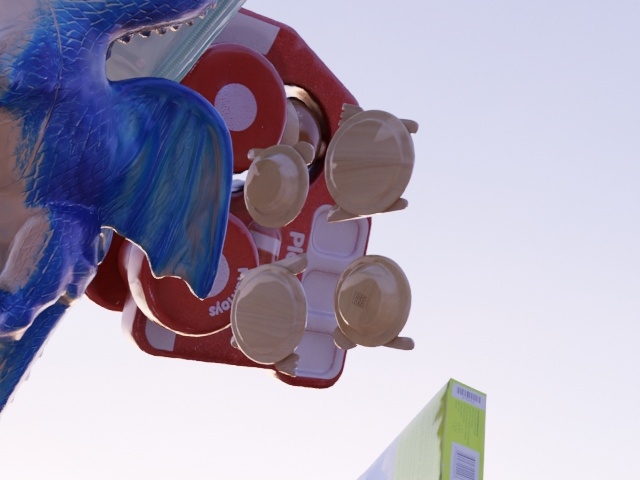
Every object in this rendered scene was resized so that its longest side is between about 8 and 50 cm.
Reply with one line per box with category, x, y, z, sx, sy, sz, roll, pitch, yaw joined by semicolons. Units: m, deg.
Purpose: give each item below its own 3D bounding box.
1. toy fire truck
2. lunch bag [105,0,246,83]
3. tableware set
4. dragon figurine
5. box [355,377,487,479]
toy fire truck;-0.059;-0.034;0.805;0.253;0.302;0.169;14;-5;-36
lunch bag;-0.136;-0.210;0.624;0.108;0.279;0.224;33;-82;-39
tableware set;0.000;0.000;0.580;0.141;0.169;0.020;-3;-8;38
dragon figurine;-0.089;-0.021;0.354;0.085;0.289;0.144;9;10;38
box;0.076;0.209;0.782;0.042;0.109;0.178;25;-49;-9
